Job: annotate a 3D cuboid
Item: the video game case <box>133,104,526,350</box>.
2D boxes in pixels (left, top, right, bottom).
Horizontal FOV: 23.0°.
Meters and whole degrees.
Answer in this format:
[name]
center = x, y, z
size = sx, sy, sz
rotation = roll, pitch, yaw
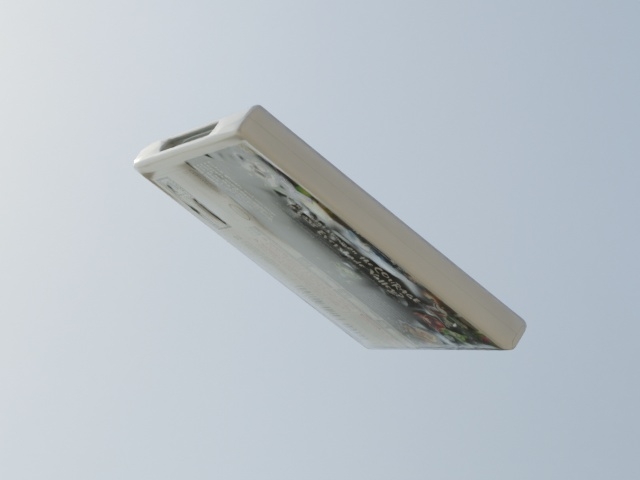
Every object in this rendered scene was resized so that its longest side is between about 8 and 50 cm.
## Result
[video game case]
center = 0.000, 0.000, 0.870
size = 0.190, 0.022, 0.173
rotation = 39, -18, -18
